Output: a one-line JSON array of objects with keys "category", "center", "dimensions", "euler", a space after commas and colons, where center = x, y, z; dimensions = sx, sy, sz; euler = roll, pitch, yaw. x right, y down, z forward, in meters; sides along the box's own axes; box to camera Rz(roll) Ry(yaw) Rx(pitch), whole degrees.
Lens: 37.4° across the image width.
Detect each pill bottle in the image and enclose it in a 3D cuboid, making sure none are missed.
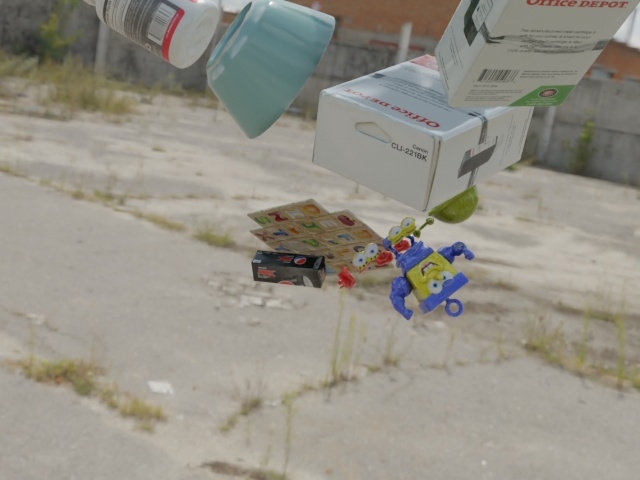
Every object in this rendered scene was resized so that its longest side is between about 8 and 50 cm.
[{"category": "pill bottle", "center": [-0.415, -0.556, 2.233], "dimensions": [0.318, 0.176, 0.176], "euler": [32, 13, 8]}]

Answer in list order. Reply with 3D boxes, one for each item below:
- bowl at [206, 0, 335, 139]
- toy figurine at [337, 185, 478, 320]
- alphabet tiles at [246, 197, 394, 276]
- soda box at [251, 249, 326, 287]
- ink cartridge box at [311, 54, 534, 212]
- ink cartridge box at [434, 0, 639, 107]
[{"category": "bowl", "center": [-0.125, -0.386, 1.985], "dimensions": [0.163, 0.312, 0.311], "euler": [34, 1, -18]}, {"category": "toy figurine", "center": [0.236, 0.061, 1.973], "dimensions": [0.217, 0.362, 0.191], "euler": [51, -17, 13]}, {"category": "alphabet tiles", "center": [0.000, 0.000, 2.193], "dimensions": [0.342, 0.011, 0.285], "euler": [-10, -40, 47]}, {"category": "soda box", "center": [-0.074, 0.067, 2.223], "dimensions": [0.168, 0.060, 0.053], "euler": [6, 38, 15]}, {"category": "ink cartridge box", "center": [0.147, -0.159, 1.330], "dimensions": [0.197, 0.114, 0.272], "euler": [26, 33, 30]}, {"category": "ink cartridge box", "center": [0.235, -0.240, 1.039], "dimensions": [0.153, 0.087, 0.208], "euler": [-2, -27, -17]}]
